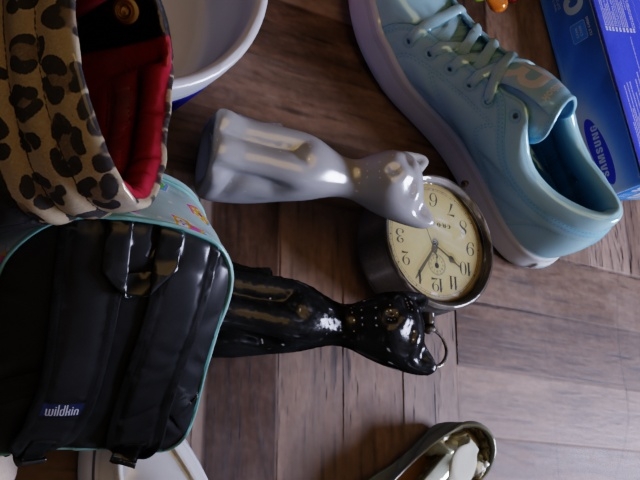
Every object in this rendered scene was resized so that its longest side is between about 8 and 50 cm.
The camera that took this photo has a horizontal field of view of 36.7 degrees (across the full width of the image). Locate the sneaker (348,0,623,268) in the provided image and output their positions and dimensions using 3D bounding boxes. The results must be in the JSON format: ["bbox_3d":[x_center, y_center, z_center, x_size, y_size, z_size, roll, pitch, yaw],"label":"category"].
[{"bbox_3d":[0.177,-0.148,0.953,0.366,0.150,0.135,53,53,-8],"label":"sneaker"}]

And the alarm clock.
[{"bbox_3d":[0.095,0.025,0.893,0.129,0.064,0.192,12,65,-31],"label":"alarm clock"}]

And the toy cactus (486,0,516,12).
[{"bbox_3d":[0.181,-0.340,1.013,0.219,0.180,0.112,19,44,-33],"label":"toy cactus"}]

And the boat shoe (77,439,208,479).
[{"bbox_3d":[-0.092,0.237,0.677,0.096,0.088,0.267,-11,79,-36],"label":"boat shoe"}]

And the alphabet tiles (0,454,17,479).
[{"bbox_3d":[-0.250,0.212,0.545,0.278,0.021,0.284,-18,84,-64],"label":"alphabet tiles"}]

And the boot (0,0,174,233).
[{"bbox_3d":[-0.240,-0.140,0.563,0.138,0.284,0.377,51,30,-61],"label":"boot"}]

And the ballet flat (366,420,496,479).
[{"bbox_3d":[0.074,0.221,0.810,0.213,0.068,0.072,-37,96,-36],"label":"ballet flat"}]

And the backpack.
[{"bbox_3d":[-0.148,0.037,0.629,0.166,0.188,0.144,8,35,-24],"label":"backpack"}]

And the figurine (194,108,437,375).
[{"bbox_3d":[0.000,0.000,0.791,0.210,0.092,0.214,10,68,-16],"label":"figurine"}]

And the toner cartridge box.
[{"bbox_3d":[0.361,-0.223,1.151,0.165,0.075,0.347,-4,76,-34],"label":"toner cartridge box"}]

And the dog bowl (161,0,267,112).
[{"bbox_3d":[-0.179,-0.222,0.764,0.265,0.104,0.264,12,68,-32],"label":"dog bowl"}]
